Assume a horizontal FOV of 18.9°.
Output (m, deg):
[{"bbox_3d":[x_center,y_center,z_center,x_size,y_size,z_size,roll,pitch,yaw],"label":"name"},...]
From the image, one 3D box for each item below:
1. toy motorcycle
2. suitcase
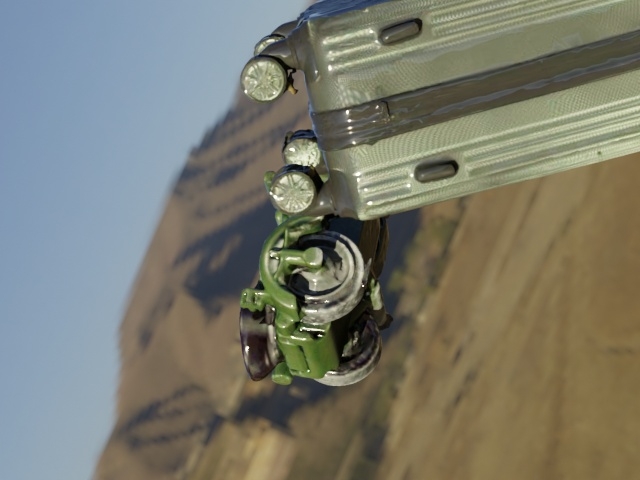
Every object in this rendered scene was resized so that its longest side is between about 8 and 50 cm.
[{"bbox_3d":[0.000,0.000,1.595,0.205,0.127,0.275,73,-156,-60],"label":"toy motorcycle"},{"bbox_3d":[0.115,-0.107,1.151,0.202,0.312,0.128,-84,-21,-79],"label":"suitcase"}]
